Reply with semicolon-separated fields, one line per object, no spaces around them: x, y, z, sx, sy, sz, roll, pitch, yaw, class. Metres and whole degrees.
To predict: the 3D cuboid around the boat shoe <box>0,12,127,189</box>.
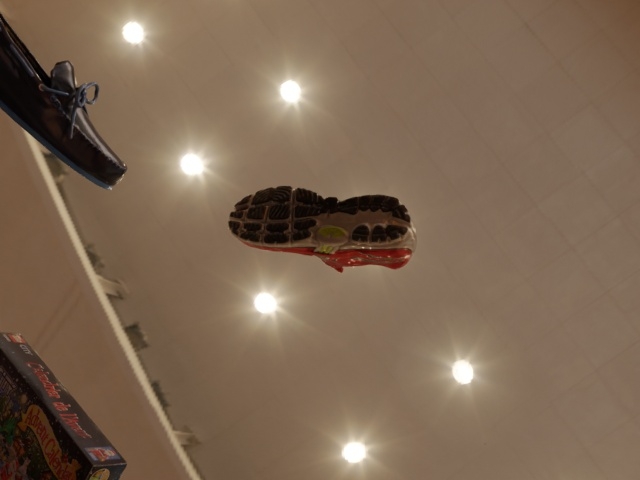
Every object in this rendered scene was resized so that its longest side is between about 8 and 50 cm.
-0.297;-0.162;1.025;0.089;0.109;0.258;-46;-65;-3;boat shoe

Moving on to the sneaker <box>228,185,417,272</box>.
0.000;0.000;1.372;0.279;0.118;0.107;7;-125;18;sneaker

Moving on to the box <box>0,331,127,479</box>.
-0.307;0.223;0.988;0.233;0.044;0.159;37;-74;37;box
